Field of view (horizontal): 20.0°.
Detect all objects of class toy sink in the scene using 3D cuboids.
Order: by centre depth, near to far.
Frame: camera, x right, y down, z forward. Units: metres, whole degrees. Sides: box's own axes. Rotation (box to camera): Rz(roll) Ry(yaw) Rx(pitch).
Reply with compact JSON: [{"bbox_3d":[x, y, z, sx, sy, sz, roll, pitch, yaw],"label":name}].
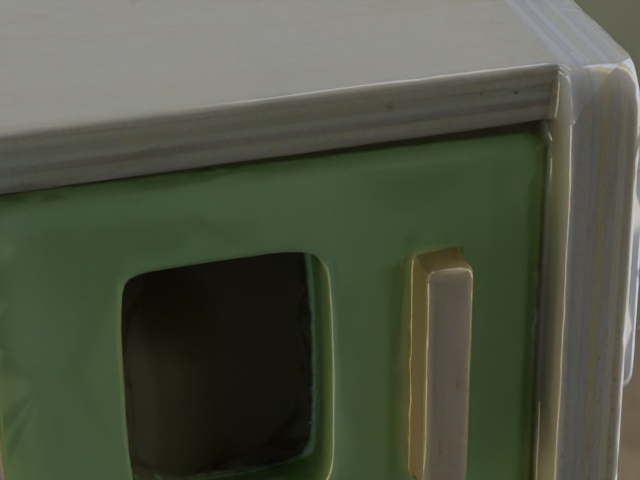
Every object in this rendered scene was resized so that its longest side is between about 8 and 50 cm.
[{"bbox_3d":[0.008,0.004,0.484,0.234,0.131,0.152,-7,-61,-13],"label":"toy sink"}]
